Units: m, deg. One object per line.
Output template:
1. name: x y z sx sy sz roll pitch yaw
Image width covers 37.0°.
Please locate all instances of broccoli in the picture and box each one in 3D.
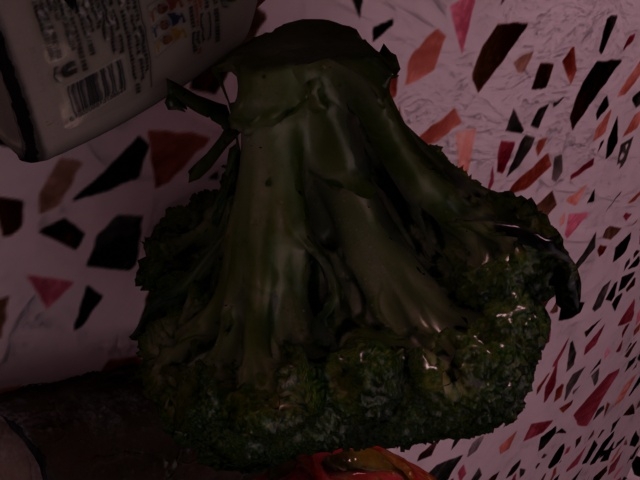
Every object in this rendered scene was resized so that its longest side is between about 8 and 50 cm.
1. broccoli: 0.000 0.000 0.638 0.304 0.321 0.283 -27 125 -21

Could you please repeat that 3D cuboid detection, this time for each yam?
1. yam: -0.145 0.159 0.732 0.280 0.131 0.131 -3 120 -54

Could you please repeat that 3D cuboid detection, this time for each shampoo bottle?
1. shampoo bottle: -0.087 -0.169 0.578 0.284 0.071 0.153 -37 144 -32

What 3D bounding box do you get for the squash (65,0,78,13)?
1. squash: 0.028 -0.268 0.426 0.384 0.263 0.263 -20 133 -32

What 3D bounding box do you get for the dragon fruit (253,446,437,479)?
1. dragon fruit: 0.002 0.307 0.958 0.291 0.269 0.250 24 109 -22
